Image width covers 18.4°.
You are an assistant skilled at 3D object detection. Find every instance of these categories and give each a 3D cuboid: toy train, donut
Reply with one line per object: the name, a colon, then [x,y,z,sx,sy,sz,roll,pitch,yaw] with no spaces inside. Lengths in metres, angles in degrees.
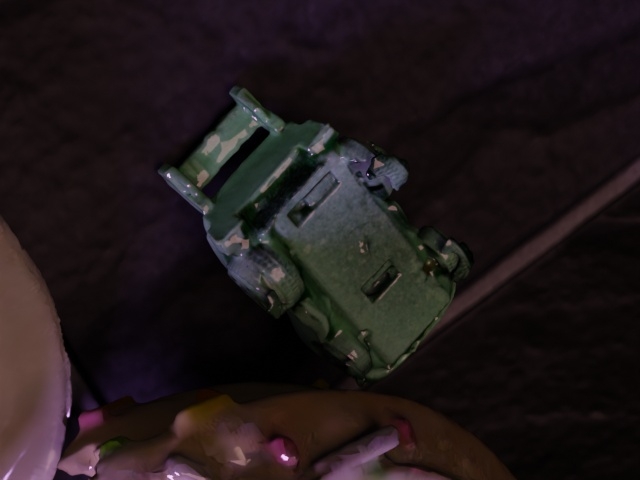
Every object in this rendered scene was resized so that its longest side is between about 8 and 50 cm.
toy train: [0.000,0.000,0.972,0.099,0.081,0.149,-49,128,-9]
donut: [-0.026,0.236,0.977,0.307,0.150,0.371,7,105,-35]

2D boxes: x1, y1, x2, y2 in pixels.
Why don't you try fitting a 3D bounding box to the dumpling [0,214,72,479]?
dumpling: [-0.220,0.108,0.834,0.260,0.181,0.341,9,86,-57]
